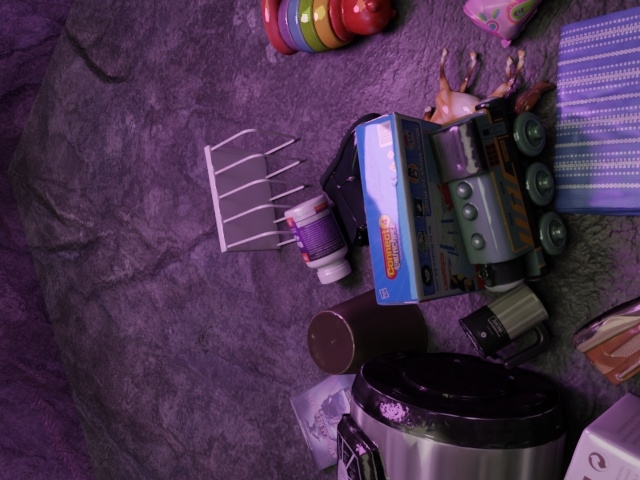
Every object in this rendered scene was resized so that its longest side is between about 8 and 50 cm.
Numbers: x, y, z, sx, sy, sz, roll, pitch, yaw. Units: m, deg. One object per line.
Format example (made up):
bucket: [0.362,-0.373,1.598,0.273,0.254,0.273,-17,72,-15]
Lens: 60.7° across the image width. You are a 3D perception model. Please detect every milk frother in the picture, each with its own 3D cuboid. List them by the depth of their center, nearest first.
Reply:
milk frother: [0.340,0.158,1.021,0.135,0.143,0.129,-32,97,2]

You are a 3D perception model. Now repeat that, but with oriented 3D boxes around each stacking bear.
stacking bear: [0.027,-0.518,1.249,0.289,0.175,0.164,7,94,35]

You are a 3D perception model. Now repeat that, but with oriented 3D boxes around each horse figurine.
horse figurine: [0.303,-0.276,1.054,0.263,0.066,0.174,23,101,43]

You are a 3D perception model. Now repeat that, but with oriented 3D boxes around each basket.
basket: [0.095,0.200,1.154,0.154,0.227,0.204,-35,69,38]

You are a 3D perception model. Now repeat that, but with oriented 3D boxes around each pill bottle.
pill bottle: [0.000,0.000,1.295,0.108,0.108,0.193,-18,99,42]

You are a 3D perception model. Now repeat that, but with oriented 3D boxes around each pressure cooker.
pressure cooker: [0.222,0.437,0.949,0.376,0.370,0.420,7,97,32]

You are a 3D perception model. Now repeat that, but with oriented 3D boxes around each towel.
towel: [0.508,-0.207,0.890,0.243,0.040,0.336,3,92,45]

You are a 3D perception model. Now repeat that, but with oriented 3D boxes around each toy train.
toy train: [0.303,-0.077,0.937,0.142,0.190,0.333,-7,100,56]

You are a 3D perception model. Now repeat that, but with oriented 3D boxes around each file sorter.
file sorter: [-0.147,-0.126,1.396,0.173,0.193,0.277,-18,79,39]

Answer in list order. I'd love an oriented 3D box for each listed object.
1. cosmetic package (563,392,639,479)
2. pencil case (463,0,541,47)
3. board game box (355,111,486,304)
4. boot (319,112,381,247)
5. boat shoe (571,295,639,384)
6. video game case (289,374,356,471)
cosmetic package: [0.577,0.401,0.709,0.453,0.230,0.161,25,109,41]
pencil case: [0.376,-0.485,0.947,0.284,0.124,0.124,-53,58,32]
board game box: [0.208,-0.052,0.988,0.086,0.302,0.308,-11,83,43]
boot: [0.108,-0.127,1.217,0.246,0.094,0.207,-54,54,38]
boat shoe: [0.543,0.117,0.817,0.324,0.123,0.120,-48,66,42]
video game case: [0.045,0.433,1.347,0.274,0.026,0.196,-40,65,36]
